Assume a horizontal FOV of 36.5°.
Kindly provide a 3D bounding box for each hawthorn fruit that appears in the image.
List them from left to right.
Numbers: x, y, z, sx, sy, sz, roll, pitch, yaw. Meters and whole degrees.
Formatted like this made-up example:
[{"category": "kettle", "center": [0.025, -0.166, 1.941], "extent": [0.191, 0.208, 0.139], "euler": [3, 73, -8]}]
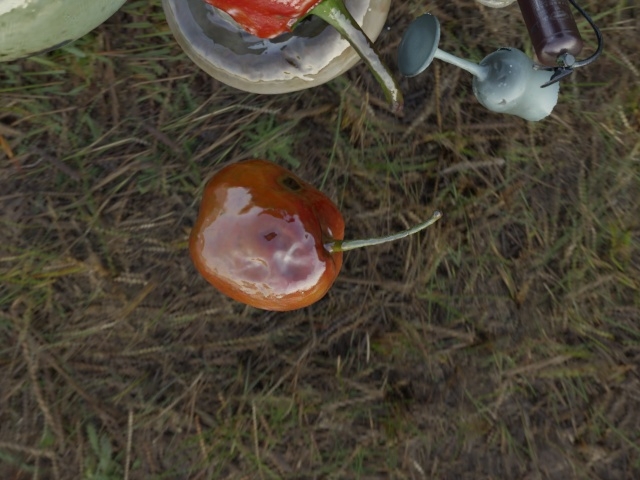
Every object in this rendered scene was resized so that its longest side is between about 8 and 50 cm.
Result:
[{"category": "hawthorn fruit", "center": [0.000, 0.000, 1.006], "extent": [0.285, 0.165, 0.165], "euler": [4, 104, 28]}]

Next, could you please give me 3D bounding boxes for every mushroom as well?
[{"category": "mushroom", "center": [-0.044, -0.245, 0.892], "extent": [0.226, 0.178, 0.226], "euler": [3, 107, 8]}]

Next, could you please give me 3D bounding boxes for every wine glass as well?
[{"category": "wine glass", "center": [0.190, -0.200, 1.143], "extent": [0.195, 0.079, 0.079], "euler": [16, 105, -29]}]

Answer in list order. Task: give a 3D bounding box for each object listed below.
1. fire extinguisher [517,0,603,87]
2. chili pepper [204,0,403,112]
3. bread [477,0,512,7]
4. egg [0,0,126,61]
[{"category": "fire extinguisher", "center": [0.219, -0.214, 0.909], "extent": [0.078, 0.045, 0.157], "euler": [-8, 66, -11]}, {"category": "chili pepper", "center": [-0.045, -0.228, 0.738], "extent": [0.338, 0.134, 0.131], "euler": [23, 87, -15]}, {"category": "bread", "center": [0.395, -0.609, 1.869], "extent": [0.183, 0.102, 0.337], "euler": [10, 81, 3]}, {"category": "egg", "center": [-0.424, -0.426, 1.324], "extent": [0.428, 0.345, 0.345], "euler": [-20, 102, -20]}]
